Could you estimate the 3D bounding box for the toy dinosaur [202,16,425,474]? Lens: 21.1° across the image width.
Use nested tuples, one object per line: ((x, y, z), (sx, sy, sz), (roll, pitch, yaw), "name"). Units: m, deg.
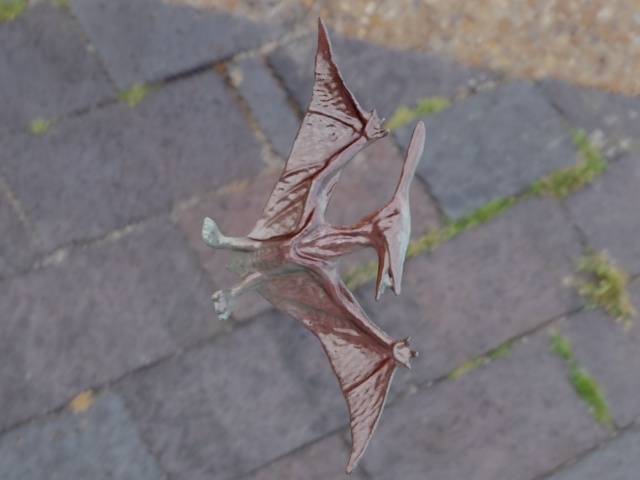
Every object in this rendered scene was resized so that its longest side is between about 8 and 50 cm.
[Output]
((0.000, 0.000, 0.809), (0.108, 0.032, 0.220), (-9, 80, 17), "toy dinosaur")
